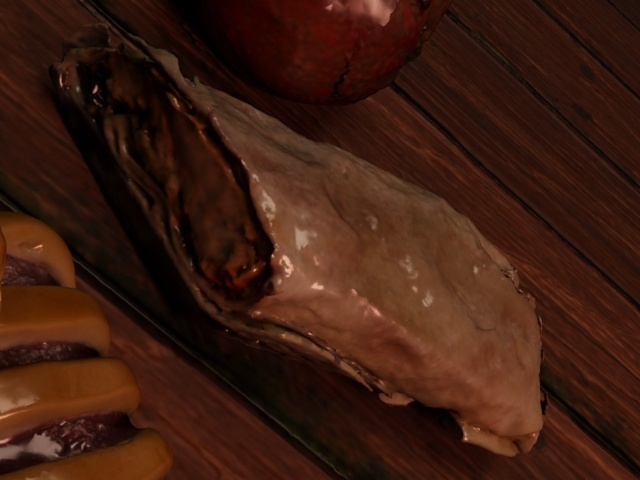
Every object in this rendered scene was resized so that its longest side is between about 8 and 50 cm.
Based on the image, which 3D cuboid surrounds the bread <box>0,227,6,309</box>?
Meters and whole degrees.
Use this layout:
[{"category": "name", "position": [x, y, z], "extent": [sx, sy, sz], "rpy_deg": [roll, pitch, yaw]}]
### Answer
[{"category": "bread", "position": [-0.205, 0.097, 0.269], "extent": [0.149, 0.195, 0.344], "rpy_deg": [48, 28, -36]}]

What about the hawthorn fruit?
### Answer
[{"category": "hawthorn fruit", "position": [-0.018, -0.203, 0.796], "extent": [0.235, 0.181, 0.181], "rpy_deg": [51, 34, 5]}]

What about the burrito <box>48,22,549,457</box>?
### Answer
[{"category": "burrito", "position": [0.001, 0.007, 0.666], "extent": [0.348, 0.107, 0.175], "rpy_deg": [30, 24, -27]}]

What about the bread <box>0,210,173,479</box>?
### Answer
[{"category": "bread", "position": [-0.117, 0.090, 0.465], "extent": [0.134, 0.081, 0.225], "rpy_deg": [-10, 63, -53]}]
